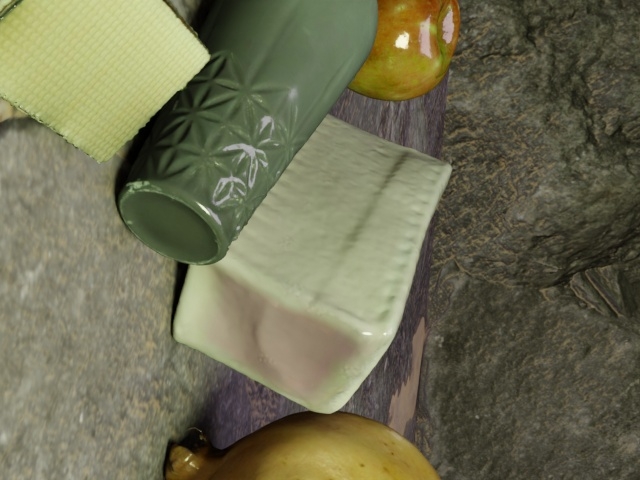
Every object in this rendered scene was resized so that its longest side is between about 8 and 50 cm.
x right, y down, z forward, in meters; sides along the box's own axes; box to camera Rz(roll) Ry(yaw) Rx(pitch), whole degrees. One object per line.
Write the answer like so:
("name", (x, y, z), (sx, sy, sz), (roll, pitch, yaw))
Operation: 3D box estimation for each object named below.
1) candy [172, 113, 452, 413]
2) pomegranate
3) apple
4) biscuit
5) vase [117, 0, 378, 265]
("candy", (0.002, 0.002, 1.069), (0.358, 0.208, 0.145), (-64, 177, -55))
("pomegranate", (-0.032, 0.321, 1.023), (0.338, 0.338, 0.338), (9, 90, -77))
("apple", (0.091, -0.285, 1.356), (0.196, 0.196, 0.195), (9, 90, -77))
("biscuit", (-0.149, -0.126, 0.643), (0.121, 0.040, 0.199), (-43, 163, 0))
("vase", (-0.072, -0.115, 0.901), (0.300, 0.156, 0.251), (-64, -175, -35))
